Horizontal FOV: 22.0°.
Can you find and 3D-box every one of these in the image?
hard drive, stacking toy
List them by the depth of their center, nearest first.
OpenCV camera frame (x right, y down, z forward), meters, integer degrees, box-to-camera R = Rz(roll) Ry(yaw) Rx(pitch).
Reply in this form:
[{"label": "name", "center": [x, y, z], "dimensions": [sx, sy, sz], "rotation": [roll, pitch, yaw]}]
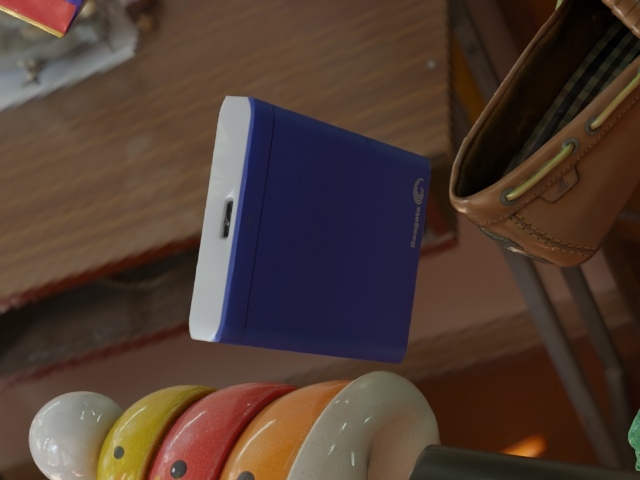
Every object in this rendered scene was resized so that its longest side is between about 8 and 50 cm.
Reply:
[{"label": "hard drive", "center": [0.000, 0.000, 1.527], "dimensions": [0.040, 0.319, 0.210], "rotation": [6, 86, 32]}, {"label": "stacking toy", "center": [-0.132, 0.280, 1.851], "dimensions": [0.480, 0.350, 0.350], "rotation": [11, 48, 28]}]

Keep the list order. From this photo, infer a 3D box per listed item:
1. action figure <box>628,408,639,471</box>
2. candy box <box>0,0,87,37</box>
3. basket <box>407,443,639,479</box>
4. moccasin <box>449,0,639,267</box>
[{"label": "action figure", "center": [0.490, 0.229, 2.250], "dimensions": [0.137, 0.232, 0.063], "rotation": [33, 25, 13]}, {"label": "candy box", "center": [-0.233, -0.291, 1.098], "dimensions": [0.122, 0.268, 0.317], "rotation": [-60, 8, 28]}, {"label": "basket", "center": [0.166, 0.218, 1.071], "dimensions": [0.227, 0.154, 0.204], "rotation": [10, 21, 16]}, {"label": "moccasin", "center": [0.216, -0.169, 1.201], "dimensions": [0.380, 0.147, 0.139], "rotation": [-55, 38, 5]}]
